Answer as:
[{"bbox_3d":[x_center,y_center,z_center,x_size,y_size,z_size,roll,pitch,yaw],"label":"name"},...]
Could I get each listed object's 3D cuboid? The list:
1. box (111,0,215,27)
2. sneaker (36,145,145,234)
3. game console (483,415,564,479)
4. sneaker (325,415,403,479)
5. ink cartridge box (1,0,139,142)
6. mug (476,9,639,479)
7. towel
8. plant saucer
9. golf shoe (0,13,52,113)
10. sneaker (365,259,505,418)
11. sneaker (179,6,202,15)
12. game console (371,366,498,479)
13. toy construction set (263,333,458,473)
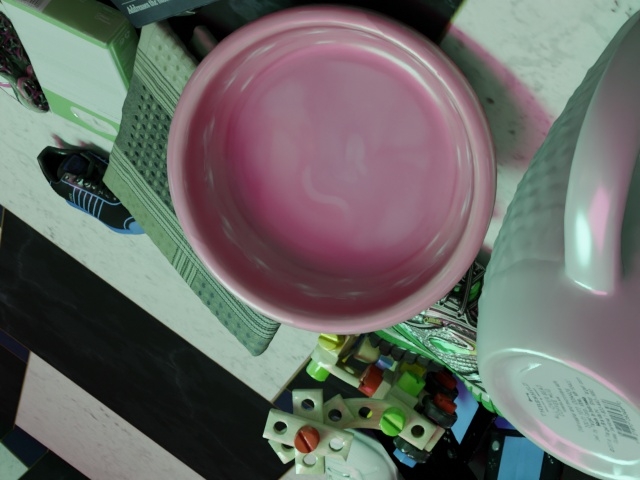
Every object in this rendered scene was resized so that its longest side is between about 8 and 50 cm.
[{"bbox_3d":[-0.130,-0.365,1.228,0.312,0.179,0.343,48,155,-21],"label":"box"},{"bbox_3d":[-0.307,-0.074,2.103,0.232,0.081,0.090,16,156,40],"label":"sneaker"},{"bbox_3d":[0.246,0.262,1.977,0.085,0.124,0.144,19,167,-31],"label":"game console"},{"bbox_3d":[0.063,0.397,2.371,0.114,0.152,0.305,15,147,43],"label":"sneaker"},{"bbox_3d":[-0.286,-0.214,1.860,0.171,0.056,0.235,26,157,23],"label":"ink cartridge box"},{"bbox_3d":[0.265,-0.014,1.159,0.276,0.328,0.374,21,151,31],"label":"mug"},{"bbox_3d":[-0.120,-0.065,1.738,0.324,0.056,0.312,48,143,19],"label":"towel"},{"bbox_3d":[0.015,-0.074,1.504,0.332,0.084,0.332,4,108,14],"label":"plant saucer"},{"bbox_3d":[-0.420,-0.235,1.983,0.086,0.067,0.186,3,140,53],"label":"golf shoe"},{"bbox_3d":[0.177,0.095,1.707,0.343,0.134,0.146,18,145,31],"label":"sneaker"},{"bbox_3d":[-0.187,-0.280,1.616,0.178,0.072,0.077,31,168,31],"label":"sneaker"},{"bbox_3d":[0.165,0.244,2.018,0.213,0.044,0.361,54,153,24],"label":"game console"},{"bbox_3d":[0.056,0.176,1.854,0.215,0.327,0.151,34,117,-1],"label":"toy construction set"}]
